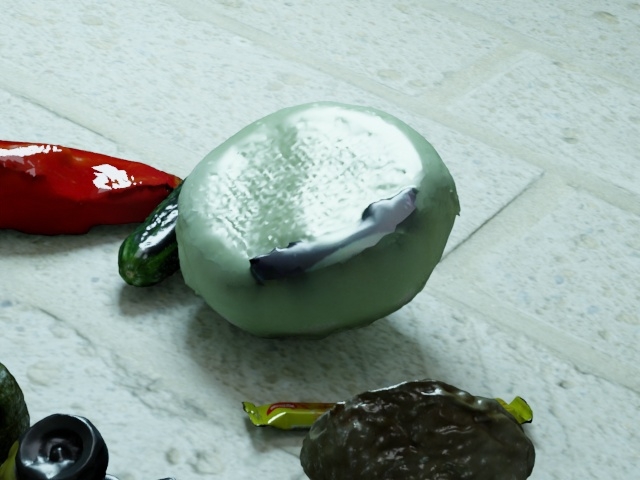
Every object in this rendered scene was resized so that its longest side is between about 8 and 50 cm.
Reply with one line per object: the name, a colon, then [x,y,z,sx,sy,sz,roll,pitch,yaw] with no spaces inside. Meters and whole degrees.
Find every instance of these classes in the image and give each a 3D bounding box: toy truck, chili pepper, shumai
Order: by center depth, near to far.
toy truck: [-0.177,0.255,1.245,0.224,0.147,0.165,29,63,25]
shumai: [0.084,0.226,1.378,0.206,0.166,0.175,7,53,-5]
chili pepper: [-0.322,-0.062,1.742,0.387,0.110,0.110,2,32,-25]

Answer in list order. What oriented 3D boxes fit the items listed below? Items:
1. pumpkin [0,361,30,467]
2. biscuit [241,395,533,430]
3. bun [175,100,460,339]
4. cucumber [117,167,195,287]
pumpkin: [-0.343,0.130,1.414,0.183,0.107,0.119,14,25,2]
biscuit: [0.069,0.170,1.560,0.292,0.026,0.048,1,13,-17]
bun: [0.000,0.000,1.674,0.293,0.187,0.293,-7,44,7]
cucumber: [-0.150,-0.015,1.745,0.074,0.074,0.241,20,35,14]
